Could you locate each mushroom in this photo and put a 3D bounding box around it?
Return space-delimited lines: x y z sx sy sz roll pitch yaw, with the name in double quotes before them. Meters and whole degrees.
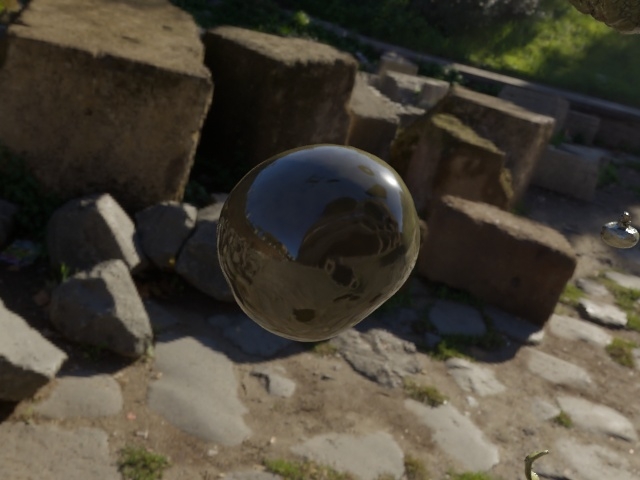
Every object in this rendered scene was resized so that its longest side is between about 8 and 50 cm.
"mushroom" 0.667 -0.026 1.721 0.085 0.079 0.085 5 18 -2

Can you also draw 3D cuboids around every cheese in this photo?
"cheese" 0.424 0.443 1.536 0.041 0.084 0.060 16 13 18

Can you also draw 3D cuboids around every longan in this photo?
"longan" 0.000 0.000 1.367 0.361 0.361 0.361 12 21 -5

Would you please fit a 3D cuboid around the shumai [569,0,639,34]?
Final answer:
"shumai" 0.439 -0.438 1.172 0.204 0.222 0.272 42 -6 39
